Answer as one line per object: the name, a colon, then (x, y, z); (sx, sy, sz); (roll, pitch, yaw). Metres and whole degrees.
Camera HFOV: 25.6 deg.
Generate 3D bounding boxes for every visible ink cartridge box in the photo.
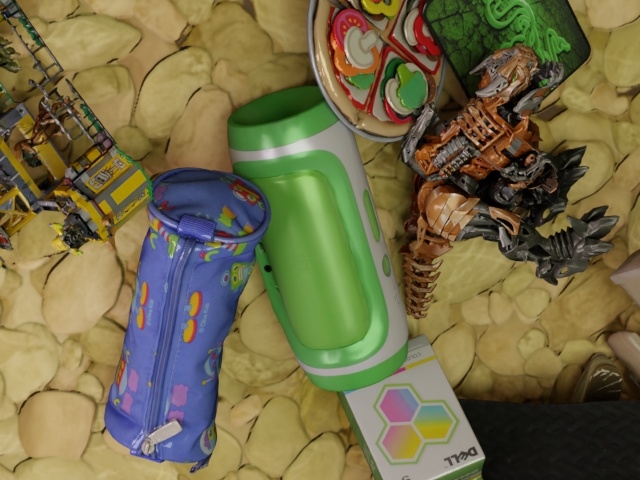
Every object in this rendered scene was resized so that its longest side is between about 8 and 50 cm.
ink cartridge box: (0.103, 0.215, 1.489); (0.109, 0.209, 0.062); (-20, 156, -9)

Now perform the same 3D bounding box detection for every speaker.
speaker: (0.000, 0.000, 1.425); (0.131, 0.131, 0.296); (-20, 112, -9)

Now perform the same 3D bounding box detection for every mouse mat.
mouse mat: (0.194, -0.213, 1.443); (0.152, 0.007, 0.190); (-42, 127, -10)

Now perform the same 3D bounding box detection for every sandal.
sandal: (0.287, 0.257, 1.553); (0.445, 0.107, 0.168); (9, 66, 7)

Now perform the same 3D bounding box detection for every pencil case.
pencil case: (-0.135, 0.083, 1.374); (0.119, 0.133, 0.306); (14, 119, -1)

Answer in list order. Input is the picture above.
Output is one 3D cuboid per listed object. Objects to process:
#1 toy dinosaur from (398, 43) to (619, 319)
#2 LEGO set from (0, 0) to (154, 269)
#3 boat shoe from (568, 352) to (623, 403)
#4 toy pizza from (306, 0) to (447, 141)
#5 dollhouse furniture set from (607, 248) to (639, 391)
toy dinosaur: (0.170, -0.054, 1.452); (0.218, 0.164, 0.322); (14, 146, -18)
LEGO set: (-0.326, -0.085, 1.236); (0.192, 0.255, 0.331); (-45, 124, -24)
boat shoe: (0.303, 0.205, 1.622); (0.056, 0.048, 0.153); (13, 107, -7)
toy pizza: (0.065, -0.197, 1.375); (0.201, 0.032, 0.201); (1, 88, -45)
dollhouse furniture set: (0.482, 0.016, 1.545); (0.303, 0.286, 0.198); (-42, 95, -21)
